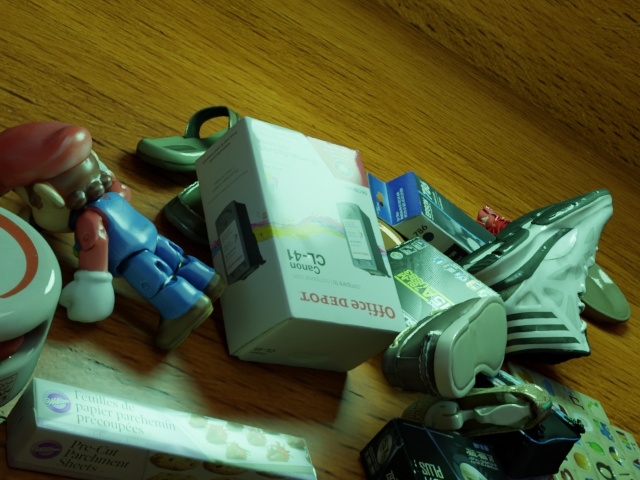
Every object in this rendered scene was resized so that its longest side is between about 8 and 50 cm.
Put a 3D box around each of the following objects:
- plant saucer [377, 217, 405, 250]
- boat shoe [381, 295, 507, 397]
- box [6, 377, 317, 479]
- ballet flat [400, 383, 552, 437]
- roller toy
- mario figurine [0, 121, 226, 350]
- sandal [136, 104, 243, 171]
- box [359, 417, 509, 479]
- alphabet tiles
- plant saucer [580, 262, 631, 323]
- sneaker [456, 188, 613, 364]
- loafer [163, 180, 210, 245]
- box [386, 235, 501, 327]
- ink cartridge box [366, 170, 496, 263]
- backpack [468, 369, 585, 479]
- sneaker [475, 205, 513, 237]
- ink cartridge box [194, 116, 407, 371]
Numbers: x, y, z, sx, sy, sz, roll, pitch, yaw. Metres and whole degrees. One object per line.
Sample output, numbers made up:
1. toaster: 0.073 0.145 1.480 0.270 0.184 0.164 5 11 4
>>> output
1. plant saucer: 0.091 0.011 1.662 0.200 0.037 0.200 30 26 -16
2. boat shoe: 0.181 0.143 1.311 0.324 0.097 0.116 -16 101 -65
3. box: -0.152 0.214 0.973 0.324 0.067 0.063 21 30 -33
4. ballet flat: 0.201 0.229 1.270 0.067 0.206 0.073 -7 82 -75
5. roller toy: -0.345 0.065 0.871 0.191 0.146 0.209 16 32 -18
6. mario figurine: -0.276 -0.003 1.155 0.320 0.170 0.198 45 -12 -9
7. sandal: -0.166 -0.167 1.516 0.120 0.086 0.303 15 17 26
8. box: 0.156 0.316 1.193 0.180 0.077 0.147 22 30 -31
9. alphabet tiles: 0.435 0.338 1.604 0.343 0.011 0.285 26 28 -25
10. plant saucer: 0.585 0.090 2.178 0.278 0.041 0.278 31 27 -17
11. sneaker: 0.436 0.081 1.787 0.447 0.169 0.257 -29 96 -40
12. loafer: -0.147 -0.069 1.420 0.094 0.087 0.251 39 25 2
13. box: 0.151 0.083 1.487 0.184 0.045 0.191 -21 45 -36
14. ink cartridge box: 0.234 -0.021 1.835 0.333 0.065 0.165 34 26 -22
15. backpack: 0.263 0.262 1.378 0.158 0.116 0.173 9 25 -49
16. sneaker: 0.378 -0.017 2.014 0.128 0.087 0.221 32 -4 10
17. ink cartridge box: -0.028 0.007 1.309 0.226 0.131 0.306 12 52 -42
